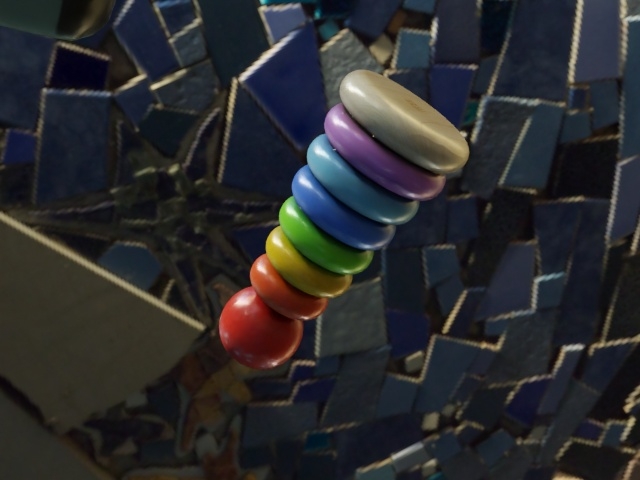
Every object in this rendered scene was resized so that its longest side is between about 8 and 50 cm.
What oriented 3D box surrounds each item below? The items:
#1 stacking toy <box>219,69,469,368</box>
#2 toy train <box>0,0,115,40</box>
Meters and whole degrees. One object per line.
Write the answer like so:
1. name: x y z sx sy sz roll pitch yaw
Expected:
1. stacking toy: 0.000 0.000 0.849 0.141 0.330 0.141 30 -160 -13
2. toy train: -0.128 -0.222 0.261 0.334 0.190 0.142 -69 28 23
